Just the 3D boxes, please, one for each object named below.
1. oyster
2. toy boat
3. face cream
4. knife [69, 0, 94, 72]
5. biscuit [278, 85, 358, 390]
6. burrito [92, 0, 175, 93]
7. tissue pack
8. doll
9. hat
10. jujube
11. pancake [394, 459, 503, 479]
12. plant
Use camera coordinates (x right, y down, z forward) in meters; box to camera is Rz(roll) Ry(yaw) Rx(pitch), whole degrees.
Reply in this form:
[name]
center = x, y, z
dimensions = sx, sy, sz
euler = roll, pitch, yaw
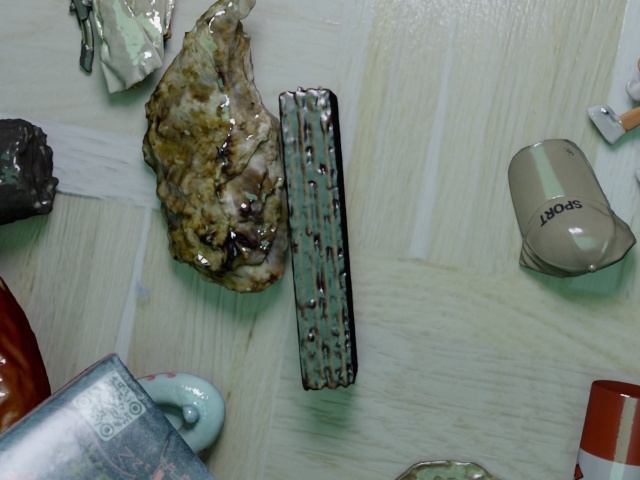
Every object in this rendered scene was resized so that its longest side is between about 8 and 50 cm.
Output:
[oyster]
center = -0.156, -0.126, 1.327
dimensions = 0.204, 0.111, 0.396
euler = -4, 95, 19
[toy boat]
center = -0.227, 0.251, 1.384
dimensions = 0.207, 0.079, 0.134
euler = -19, 88, 10
[face cream]
center = 0.370, 0.291, 1.293
dimensions = 0.095, 0.096, 0.214
euler = 10, 94, 7
[knife]
center = -0.327, -0.339, 1.387
dimensions = 0.045, 0.021, 0.222
euler = 1, 93, 5
[biscuit]
center = 0.000, 0.000, 1.320
dimensions = 0.073, 0.107, 0.388
euler = -4, 93, 6
[burrito]
center = -0.252, -0.393, 1.345
dimensions = 0.117, 0.076, 0.392
euler = -4, 92, 7
[tissue pack]
center = -0.308, 0.315, 1.238
dimensions = 0.315, 0.103, 0.228
euler = -38, 87, -30
[doll]
center = 0.461, -0.162, 1.261
dimensions = 0.217, 0.085, 0.183
euler = -38, 87, 17
[hat]
center = 0.300, -0.040, 1.287
dimensions = 0.147, 0.085, 0.175
euler = -23, 91, 10
[jujube]
center = -0.483, 0.164, 1.346
dimensions = 0.223, 0.223, 0.318
euler = -17, 88, 8
[pancake]
center = 0.178, 0.402, 1.360
dimensions = 0.211, 0.029, 0.235
euler = -14, 92, 8
[plant]
center = -0.495, -0.076, 1.368
dimensions = 0.274, 0.149, 0.146
euler = -14, 73, 7
